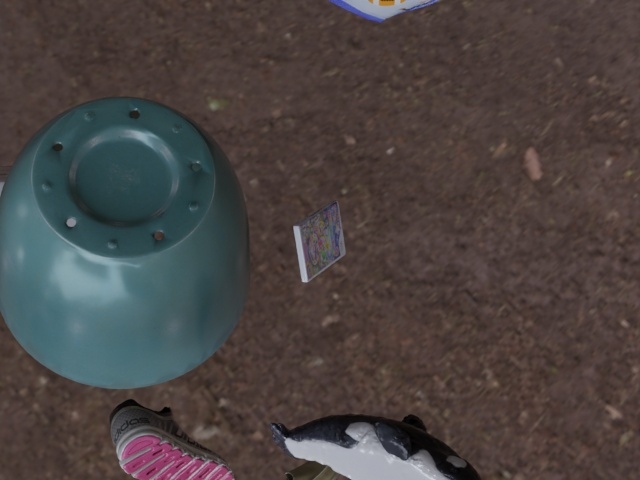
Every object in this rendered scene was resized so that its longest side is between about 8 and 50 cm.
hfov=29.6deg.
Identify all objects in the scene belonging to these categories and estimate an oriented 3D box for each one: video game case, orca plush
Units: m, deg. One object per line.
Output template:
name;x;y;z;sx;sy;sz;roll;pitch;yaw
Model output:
video game case;0.000;0.000;1.786;0.011;0.122;0.087;1;110;30
orca plush;0.083;0.255;1.446;0.287;0.102;0.151;-5;114;44

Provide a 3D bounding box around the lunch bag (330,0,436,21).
lunch bag;0.093;-0.490;1.625;0.327;0.239;0.385;-14;125;43

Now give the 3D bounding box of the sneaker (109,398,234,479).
sneaker;-0.142;0.197;1.142;0.063;0.170;0.075;-40;50;6

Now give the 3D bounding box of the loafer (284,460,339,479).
loafer;-0.022;0.355;1.792;0.050;0.148;0.056;45;169;-21

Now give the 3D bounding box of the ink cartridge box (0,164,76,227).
ink cartridge box;-0.448;-0.055;1.764;0.219;0.160;0.093;16;106;60

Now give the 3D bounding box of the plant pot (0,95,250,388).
plant pot;-0.210;-0.015;1.291;0.293;0.293;0.235;43;157;11
